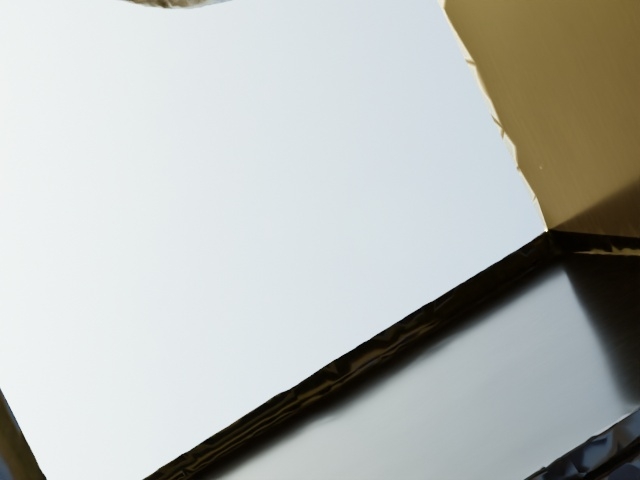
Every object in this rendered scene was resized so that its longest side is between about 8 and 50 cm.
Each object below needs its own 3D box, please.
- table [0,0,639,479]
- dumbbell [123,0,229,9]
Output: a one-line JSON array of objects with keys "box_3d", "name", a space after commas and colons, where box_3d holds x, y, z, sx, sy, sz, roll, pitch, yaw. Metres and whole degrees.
[{"box_3d": [0.000, 0.000, 0.477, 0.282, 0.250, 0.196, 64, -18, -9], "name": "table"}, {"box_3d": [-0.055, -0.283, 0.722, 0.203, 0.203, 0.323, -3, -121, 57], "name": "dumbbell"}]
